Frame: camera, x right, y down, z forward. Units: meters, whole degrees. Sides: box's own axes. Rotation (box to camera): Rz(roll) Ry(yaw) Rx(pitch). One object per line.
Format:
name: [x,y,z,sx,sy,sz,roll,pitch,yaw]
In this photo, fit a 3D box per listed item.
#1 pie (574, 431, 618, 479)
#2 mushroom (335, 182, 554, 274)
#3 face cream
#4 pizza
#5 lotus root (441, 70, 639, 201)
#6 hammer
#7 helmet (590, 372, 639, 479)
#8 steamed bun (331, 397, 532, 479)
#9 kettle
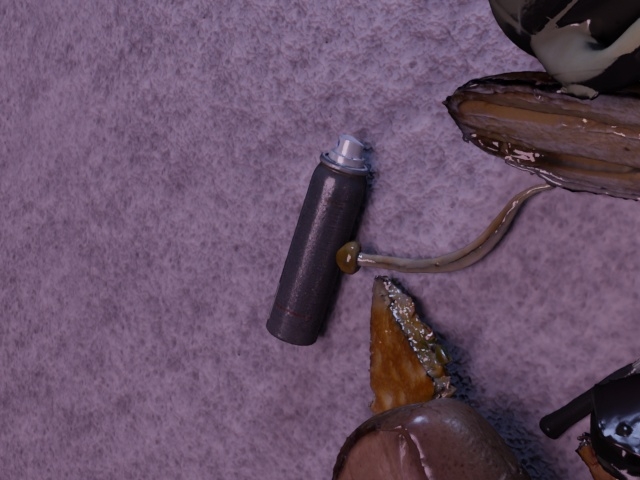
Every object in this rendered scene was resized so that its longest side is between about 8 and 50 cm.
pie: [0.335,0.274,1.119,0.092,0.034,0.170,-45,63,38]
mushroom: [0.148,0.002,1.263,0.306,0.043,0.068,-15,113,34]
face cream: [0.000,0.000,1.372,0.073,0.073,0.284,31,112,36]
pizza: [0.104,0.135,1.305,0.185,0.052,0.195,-36,61,54]
lotus root: [0.281,-0.125,1.100,0.329,0.167,0.078,17,61,40]
hammer: [0.330,0.151,1.123,0.246,0.029,0.103,-47,62,34]
helmet: [0.380,0.244,0.970,0.177,0.225,0.305,-27,71,1]
steamed bun: [0.147,0.311,1.181,0.301,0.199,0.252,116,138,-54]
kettle: [0.295,-0.286,0.977,0.324,0.228,0.321,-55,29,34]
